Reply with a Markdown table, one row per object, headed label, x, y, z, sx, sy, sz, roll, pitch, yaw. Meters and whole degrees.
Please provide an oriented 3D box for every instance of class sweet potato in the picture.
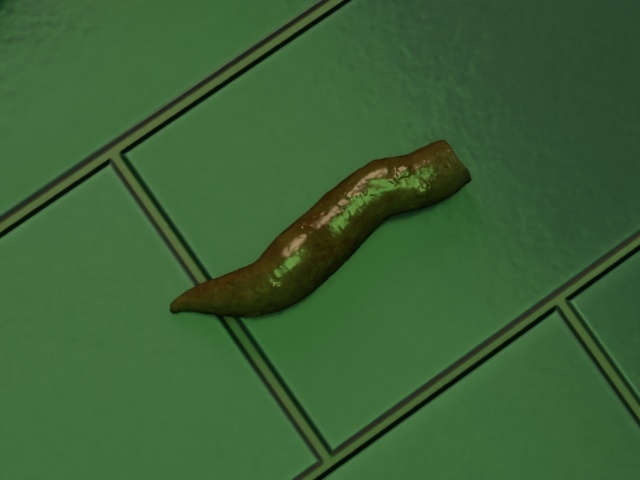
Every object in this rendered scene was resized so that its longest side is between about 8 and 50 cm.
| label | x | y | z | sx | sy | sz | roll | pitch | yaw |
| --- | --- | --- | --- | --- | --- | --- | --- | --- | --- |
| sweet potato | 0.000 | 0.000 | 1.387 | 0.281 | 0.059 | 0.067 | -34 | 78 | -8 |
